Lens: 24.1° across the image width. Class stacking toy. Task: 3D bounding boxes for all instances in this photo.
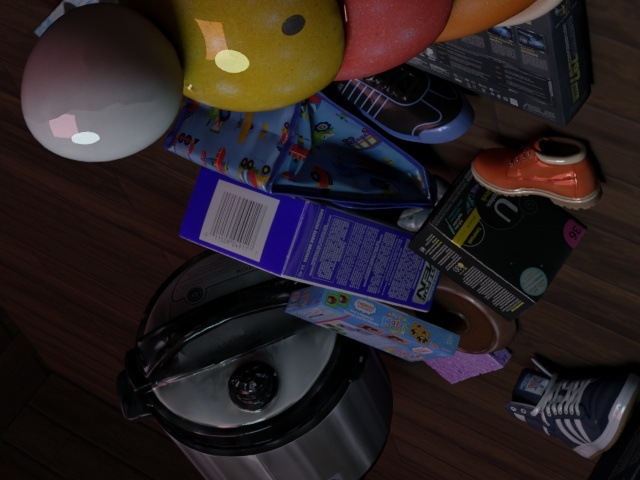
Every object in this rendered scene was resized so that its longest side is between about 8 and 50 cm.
[{"bbox_3d":[-0.039,-0.213,1.203,0.350,0.480,0.350,36,153,22],"label":"stacking toy"}]

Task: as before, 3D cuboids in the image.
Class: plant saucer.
[{"bbox_3d":[0.198,0.108,2.141,0.168,0.029,0.168,23,145,18],"label":"plant saucer"}]

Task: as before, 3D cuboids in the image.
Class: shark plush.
[{"bbox_3d":[0.181,-0.011,1.907,0.161,0.067,0.073,31,159,14],"label":"shark plush"}]

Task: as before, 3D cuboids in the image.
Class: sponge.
[{"bbox_3d":[0.202,0.163,2.299,0.117,0.031,0.210,39,159,-6],"label":"sponge"}]

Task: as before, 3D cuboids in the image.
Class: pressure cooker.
[{"bbox_3d":[-0.088,0.203,2.370,0.375,0.370,0.420,21,158,27],"label":"pressure cooker"}]

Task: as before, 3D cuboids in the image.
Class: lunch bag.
[{"bbox_3d":[-0.003,-0.117,1.849,0.293,0.138,0.221,15,-174,-43],"label":"lunch bag"}]

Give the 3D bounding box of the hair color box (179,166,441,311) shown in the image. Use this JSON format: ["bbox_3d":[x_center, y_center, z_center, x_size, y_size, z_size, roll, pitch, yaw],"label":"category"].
[{"bbox_3d":[0.000,0.000,1.966,0.185,0.110,0.339,21,-179,37],"label":"hair color box"}]

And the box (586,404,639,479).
[{"bbox_3d":[0.436,0.367,1.926,0.179,0.343,0.312,33,160,5],"label":"box"}]

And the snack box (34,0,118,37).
[{"bbox_3d":[-0.269,-0.282,2.052,0.187,0.060,0.322,41,159,-14],"label":"snack box"}]

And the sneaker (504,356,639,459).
[{"bbox_3d":[0.351,0.220,2.091,0.153,0.099,0.282,32,162,8],"label":"sneaker"}]

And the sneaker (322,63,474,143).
[{"bbox_3d":[0.066,-0.184,1.701,0.232,0.081,0.090,25,164,32],"label":"sneaker"}]

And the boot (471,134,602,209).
[{"bbox_3d":[0.236,-0.090,1.676,0.158,0.059,0.084,12,146,32],"label":"boot"}]

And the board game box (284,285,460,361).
[{"bbox_3d":[0.072,0.119,2.141,0.211,0.039,0.160,23,166,-15],"label":"board game box"}]

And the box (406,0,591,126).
[{"bbox_3d":[0.154,-0.226,1.502,0.233,0.059,0.183,25,157,29],"label":"box"}]

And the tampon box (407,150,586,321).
[{"bbox_3d":[0.211,-0.003,1.800,0.161,0.120,0.101,36,160,0],"label":"tampon box"}]
